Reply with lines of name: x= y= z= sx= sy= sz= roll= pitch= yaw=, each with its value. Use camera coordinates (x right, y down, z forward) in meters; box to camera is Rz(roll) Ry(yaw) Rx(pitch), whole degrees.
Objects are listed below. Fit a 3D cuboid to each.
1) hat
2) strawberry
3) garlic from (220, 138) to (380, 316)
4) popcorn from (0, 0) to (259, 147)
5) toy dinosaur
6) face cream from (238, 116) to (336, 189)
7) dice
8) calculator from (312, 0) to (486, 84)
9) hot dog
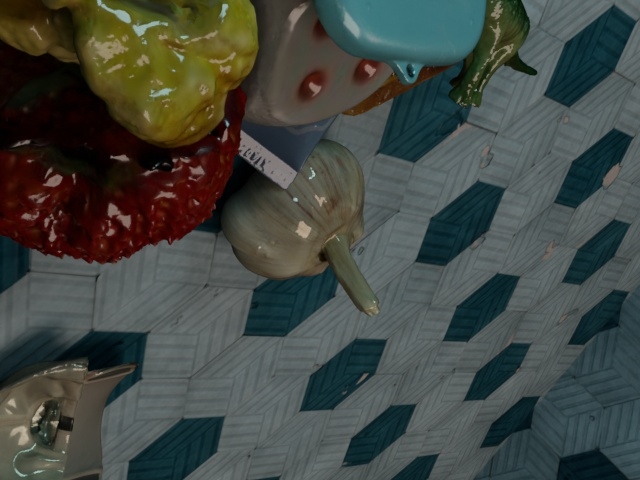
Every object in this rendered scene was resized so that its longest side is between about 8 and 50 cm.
hat: x=-0.328 y=0.217 z=1.452 sx=0.226 sy=0.164 sz=0.220 roll=-101 pitch=-152 yaw=-81
strawberry: x=-0.201 y=-0.077 z=1.051 sx=0.261 sy=0.261 sz=0.258 roll=-23 pitch=141 yaw=-33
garlic: x=0.000 y=0.000 z=1.435 sx=0.199 sy=0.226 sz=0.199 roll=-31 pitch=155 yaw=-17
popcorn: x=-0.152 y=-0.230 z=0.873 sx=0.264 sy=0.332 sz=0.225 roll=-6 pitch=171 yaw=-10
toy dinosaur: x=0.203 y=-0.295 z=1.303 sx=0.447 sy=0.087 sz=0.301 roll=-12 pitch=131 yaw=-61
face cream: x=0.035 y=-0.235 z=1.304 sx=0.135 sy=0.086 sz=0.385 roll=36 pitch=102 yaw=-26
dice: x=-0.030 y=-0.234 z=1.112 sx=0.191 sy=0.194 sz=0.193 roll=-25 pitch=148 yaw=-34
calculator: x=0.061 y=-0.324 z=0.999 sx=0.256 sy=0.054 sz=0.387 roll=-5 pitch=92 yaw=-49
hot dog: x=0.102 y=-0.227 z=1.424 sx=0.250 sy=0.076 sz=0.104 roll=-28 pitch=167 yaw=-21
